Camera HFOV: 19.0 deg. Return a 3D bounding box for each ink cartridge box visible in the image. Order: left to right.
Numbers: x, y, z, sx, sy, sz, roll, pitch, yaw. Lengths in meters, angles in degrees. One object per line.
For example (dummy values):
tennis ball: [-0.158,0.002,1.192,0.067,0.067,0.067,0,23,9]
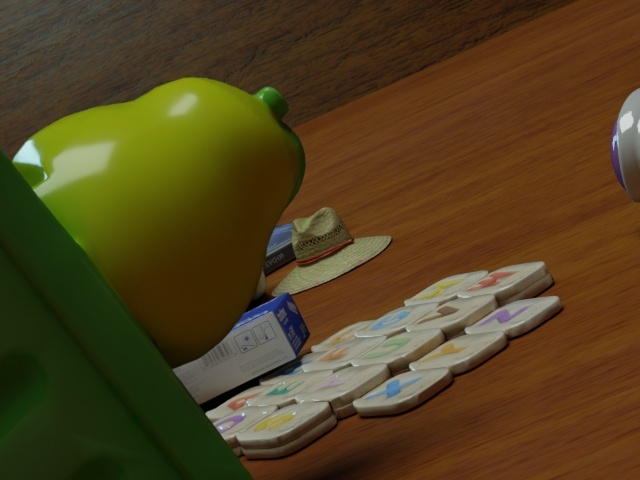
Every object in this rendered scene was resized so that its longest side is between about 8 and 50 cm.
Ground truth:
ink cartridge box: [-0.114,0.113,1.588,0.207,0.046,0.097,-26,4,9]

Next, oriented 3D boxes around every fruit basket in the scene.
fruit basket: [-0.182,0.042,1.182,0.283,0.392,0.392,-17,12,43]

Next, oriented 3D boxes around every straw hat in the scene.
straw hat: [0.000,0.000,1.957,0.144,0.061,0.144,-24,9,4]

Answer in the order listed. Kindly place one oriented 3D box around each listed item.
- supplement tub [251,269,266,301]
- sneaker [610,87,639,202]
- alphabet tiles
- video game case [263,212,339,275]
supplement tub: [-0.171,0.033,1.955,0.200,0.144,0.144,-26,9,-7]
sneaker: [0.358,-0.109,1.543,0.152,0.114,0.305,-1,26,37]
alphabet tiles: [0.040,0.089,1.441,0.284,0.021,0.278,-31,10,-31]
video game case: [-0.128,0.046,2.163,0.274,0.026,0.196,-29,9,-31]
